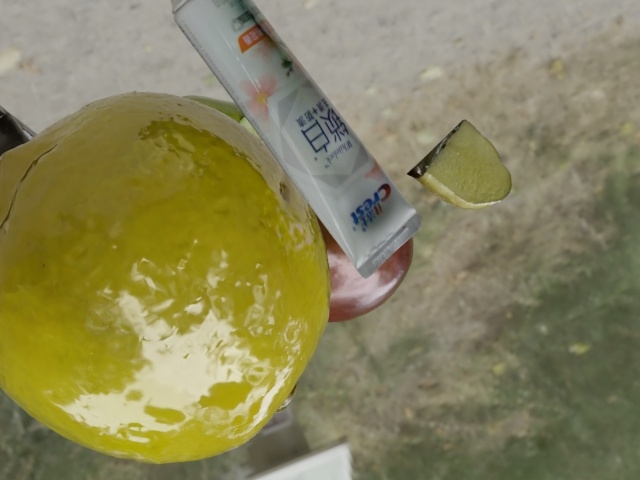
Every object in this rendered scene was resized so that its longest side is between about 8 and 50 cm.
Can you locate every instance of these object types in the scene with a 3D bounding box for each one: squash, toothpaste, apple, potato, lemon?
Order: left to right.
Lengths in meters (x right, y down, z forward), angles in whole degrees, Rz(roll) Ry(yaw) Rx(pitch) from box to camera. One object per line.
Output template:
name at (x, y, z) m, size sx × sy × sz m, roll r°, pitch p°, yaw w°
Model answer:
lemon at (-0.153, 0.036, 1.257) m, size 0.348 × 0.348 × 0.348 m, roll -21°, pitch 164°, yaw -6°
squash at (-0.127, -0.128, 1.618) m, size 0.200 × 0.075 × 0.090 m, roll 12°, pitch 116°, yaw -51°
toothpaste at (-0.032, -0.117, 1.189) m, size 0.066 × 0.323 × 0.100 m, roll -31°, pitch -172°, yaw 47°
apple at (0.001, 0.000, 1.713) m, size 0.234 × 0.234 × 0.234 m, roll -21°, pitch 164°, yaw -6°
potato at (0.167, -0.073, 1.640) m, size 0.096 × 0.103 × 0.066 m, roll -42°, pitch 177°, yaw -23°

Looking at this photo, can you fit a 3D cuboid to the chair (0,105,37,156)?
chair at (-0.372, -0.030, 1.496) m, size 0.203 × 0.241 × 0.416 m, roll -40°, pitch 144°, yaw 5°
